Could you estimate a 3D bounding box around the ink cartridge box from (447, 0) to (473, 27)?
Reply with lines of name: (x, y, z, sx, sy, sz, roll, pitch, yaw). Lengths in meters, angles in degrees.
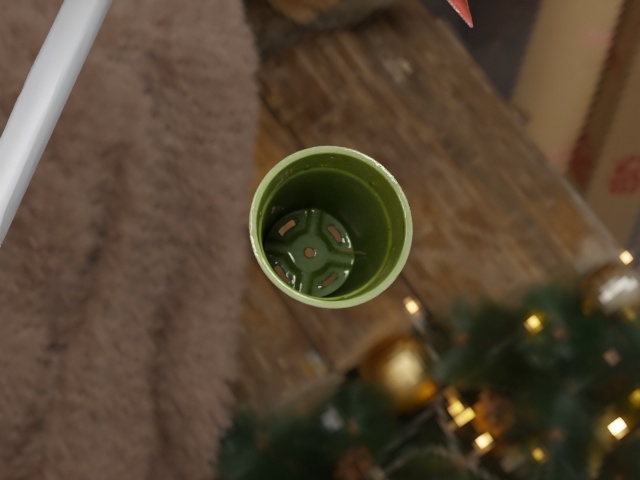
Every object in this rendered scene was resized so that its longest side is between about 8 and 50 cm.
ink cartridge box: (-0.001, -0.172, 0.591, 0.066, 0.232, 0.189, -41, 105, 9)

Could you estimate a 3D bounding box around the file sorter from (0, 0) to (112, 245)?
file sorter: (-0.187, -0.058, 0.263, 0.193, 0.277, 0.173, 50, 61, -71)

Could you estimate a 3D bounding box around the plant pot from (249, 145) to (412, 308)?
plant pot: (0.000, 0.000, 1.012, 0.083, 0.083, 0.079, -27, 174, -12)
